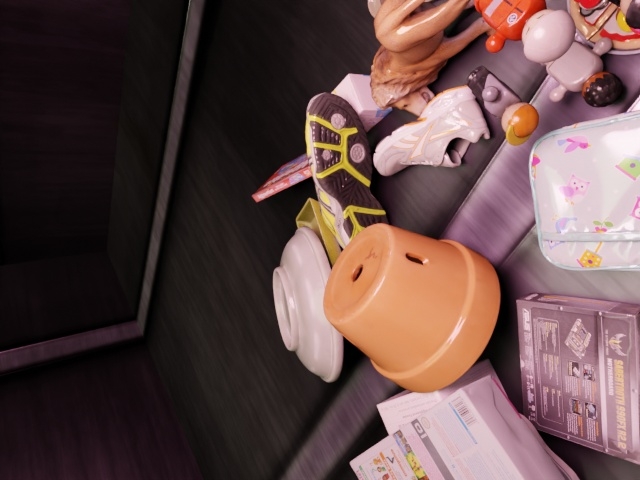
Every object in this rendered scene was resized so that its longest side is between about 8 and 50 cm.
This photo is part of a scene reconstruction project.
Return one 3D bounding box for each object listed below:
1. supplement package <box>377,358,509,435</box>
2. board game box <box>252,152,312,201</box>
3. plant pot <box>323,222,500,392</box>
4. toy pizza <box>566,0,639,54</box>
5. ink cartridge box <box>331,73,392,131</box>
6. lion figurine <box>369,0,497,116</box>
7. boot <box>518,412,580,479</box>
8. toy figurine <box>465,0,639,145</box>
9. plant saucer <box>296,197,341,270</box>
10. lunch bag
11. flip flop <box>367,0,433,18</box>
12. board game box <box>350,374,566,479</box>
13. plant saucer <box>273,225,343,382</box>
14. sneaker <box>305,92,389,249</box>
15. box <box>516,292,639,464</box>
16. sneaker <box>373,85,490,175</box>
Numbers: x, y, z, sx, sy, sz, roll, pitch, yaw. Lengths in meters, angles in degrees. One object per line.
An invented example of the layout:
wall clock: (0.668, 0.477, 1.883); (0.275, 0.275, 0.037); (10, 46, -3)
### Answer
supplement package: (0.273, 0.405, 0.903); (0.177, 0.176, 0.292); (-42, 66, 46)
board game box: (-0.061, -0.183, 1.237); (0.027, 0.145, 0.281); (50, 146, -18)
plant pot: (0.141, 0.102, 0.875); (0.291, 0.204, 0.290); (-49, 23, 29)
toy pizza: (0.430, -0.357, 0.644); (0.201, 0.032, 0.201); (16, 110, 50)
ink cartridge box: (0.071, -0.291, 1.075); (0.143, 0.092, 0.089); (-35, 71, 51)
lion figurine: (0.158, -0.339, 0.780); (0.240, 0.392, 0.142); (-27, 78, 17)
boot: (0.361, 0.392, 0.816); (0.190, 0.086, 0.069); (49, 150, 3)
toy figurine: (0.316, -0.252, 0.634); (0.209, 0.213, 0.148); (80, 166, -54)
plant saucer: (0.000, 0.000, 1.237); (0.188, 0.045, 0.188); (133, 121, -69)
lunch bag: (0.435, -0.060, 0.642); (0.279, 0.108, 0.223); (-1, 97, 52)
flip flop: (0.177, -0.502, 0.898); (0.277, 0.080, 0.112); (-5, 94, 53)
board game box: (0.211, 0.389, 0.763); (0.303, 0.098, 0.223); (-50, 59, 35)
plant saucer: (-0.051, 0.166, 1.217); (0.400, 0.101, 0.399); (171, 90, -75)
sneaker: (0.033, -0.128, 1.056); (0.147, 0.145, 0.384); (22, 134, 55)
box: (0.418, 0.209, 0.769); (0.183, 0.056, 0.230); (1, 100, 52)
sneaker: (0.206, -0.177, 0.927); (0.262, 0.099, 0.120); (-37, 73, 51)
